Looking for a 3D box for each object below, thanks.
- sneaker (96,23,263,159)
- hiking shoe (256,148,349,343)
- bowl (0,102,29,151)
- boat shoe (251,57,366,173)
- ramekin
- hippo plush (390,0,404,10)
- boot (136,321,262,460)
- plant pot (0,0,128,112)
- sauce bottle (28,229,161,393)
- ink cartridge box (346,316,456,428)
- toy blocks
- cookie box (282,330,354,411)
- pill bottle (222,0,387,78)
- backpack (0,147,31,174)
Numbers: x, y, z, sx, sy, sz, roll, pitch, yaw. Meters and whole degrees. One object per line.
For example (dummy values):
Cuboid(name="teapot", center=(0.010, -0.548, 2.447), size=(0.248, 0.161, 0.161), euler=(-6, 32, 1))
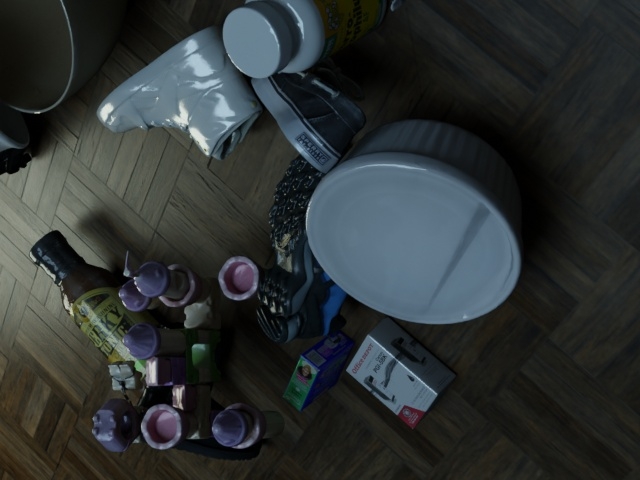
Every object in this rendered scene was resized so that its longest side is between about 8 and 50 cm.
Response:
Cuboid(name="sneaker", center=(-0.207, -0.179, 1.742), size=(0.293, 0.108, 0.169), euler=(-26, 95, 45))
Cuboid(name="hiking shoe", center=(0.000, 0.000, 1.688), size=(0.113, 0.132, 0.304), euler=(38, 118, 50))
Cuboid(name="bowl", center=(-0.588, -0.230, 1.806), size=(0.297, 0.134, 0.298), euler=(55, -178, -3))
Cuboid(name="boat shoe", center=(-0.010, -0.182, 1.510), size=(0.105, 0.306, 0.113), euler=(-43, 108, 6))
Cuboid(name="ramekin", center=(0.128, -0.030, 1.485), size=(0.273, 0.127, 0.272), euler=(13, 136, 13))
Cuboid(name="hippo plush", center=(0.107, -0.382, 1.274), size=(0.236, 0.294, 0.234), euler=(36, 169, 44))
Cuboid(name="boot", center=(-0.185, 0.251, 1.987), size=(0.207, 0.247, 0.094), euler=(-70, 23, 11))
Cuboid(name="plant pot", center=(-0.392, -0.351, 1.729), size=(0.284, 0.191, 0.284), euler=(22, 128, 30))
Cuboid(name="sauce bottle", center=(-0.374, 0.127, 2.076), size=(0.344, 0.111, 0.111), euler=(44, 136, 9))
Cuboid(name="ink cartridge box", center=(0.116, 0.194, 1.737), size=(0.135, 0.056, 0.099), euler=(40, 136, 13))
Cuboid(name="toy blocks", center=(-0.235, 0.172, 1.758), size=(0.309, 0.260, 0.288), euler=(-4, 83, 22))
Cuboid(name="cookie box", center=(-0.003, 0.199, 1.817), size=(0.040, 0.092, 0.107), euler=(39, 135, 19))
Cuboid(name="pill bottle", center=(-0.020, -0.274, 1.445), size=(0.118, 0.208, 0.117), euler=(21, 128, 30))
Cuboid(name="backpack", center=(-0.571, -0.161, 2.010), size=(0.115, 0.152, 0.182), euler=(59, 155, -2))
